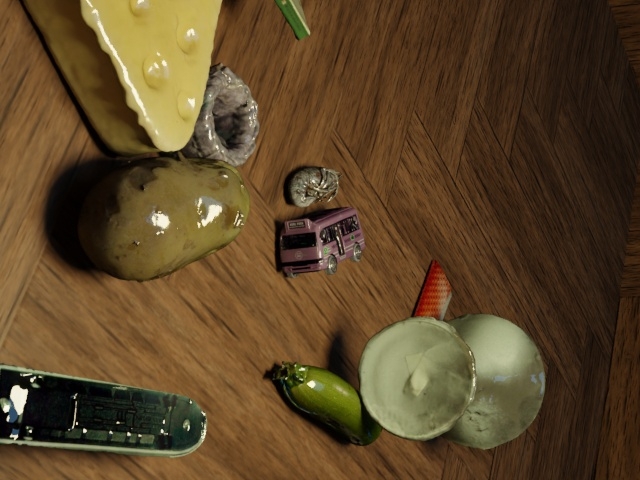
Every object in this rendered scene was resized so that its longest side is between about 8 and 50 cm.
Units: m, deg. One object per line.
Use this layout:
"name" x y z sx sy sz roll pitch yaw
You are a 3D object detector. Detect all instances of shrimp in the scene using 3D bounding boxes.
"shrimp" -0.002 -0.093 2.015 0.165 0.056 0.065 -12 83 -51

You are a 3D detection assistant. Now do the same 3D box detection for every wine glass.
"wine glass" 0.228 0.250 2.144 0.406 0.267 0.267 14 76 -67

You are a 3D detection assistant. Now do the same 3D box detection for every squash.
"squash" 0.019 0.267 1.998 0.331 0.087 0.087 43 52 -50

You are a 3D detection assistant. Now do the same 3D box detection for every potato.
"potato" -0.202 -0.033 1.539 0.262 0.165 0.165 -21 107 -46

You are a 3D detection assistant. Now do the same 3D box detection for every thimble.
"thimble" -0.159 -0.168 1.688 0.150 0.097 0.150 4 86 -61

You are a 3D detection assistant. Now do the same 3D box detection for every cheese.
"cheese" -0.239 -0.282 1.542 0.384 0.104 0.384 13 76 -60

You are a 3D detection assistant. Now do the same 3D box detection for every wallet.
"wallet" 0.222 0.142 2.440 0.103 0.020 0.196 63 38 -36

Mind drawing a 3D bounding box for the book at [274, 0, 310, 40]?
"book" -0.120 -0.492 1.721 0.371 0.043 0.260 55 13 -46

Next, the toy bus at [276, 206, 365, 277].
"toy bus" 0.000 0.000 1.982 0.178 0.086 0.098 -26 108 -62

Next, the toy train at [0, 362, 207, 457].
"toy train" -0.280 0.210 1.448 0.407 0.088 0.087 24 69 -59
